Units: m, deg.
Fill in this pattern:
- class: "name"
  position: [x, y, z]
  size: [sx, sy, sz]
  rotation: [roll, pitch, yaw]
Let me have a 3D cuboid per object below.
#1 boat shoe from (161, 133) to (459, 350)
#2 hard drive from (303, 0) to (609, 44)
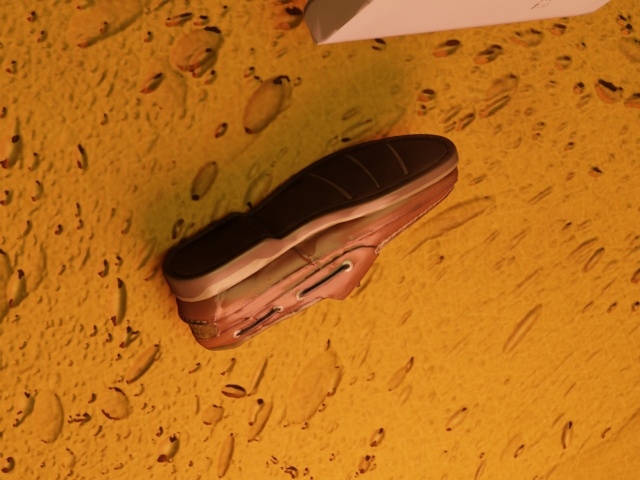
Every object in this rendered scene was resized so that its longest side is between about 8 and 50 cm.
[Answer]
- class: "boat shoe"
  position: [0.000, 0.000, 1.490]
  size: [0.307, 0.111, 0.104]
  rotation: [-25, 121, -7]
- class: "hard drive"
  position: [0.186, -0.258, 1.391]
  size: [0.353, 0.233, 0.047]
  rotation: [-13, 76, -37]
